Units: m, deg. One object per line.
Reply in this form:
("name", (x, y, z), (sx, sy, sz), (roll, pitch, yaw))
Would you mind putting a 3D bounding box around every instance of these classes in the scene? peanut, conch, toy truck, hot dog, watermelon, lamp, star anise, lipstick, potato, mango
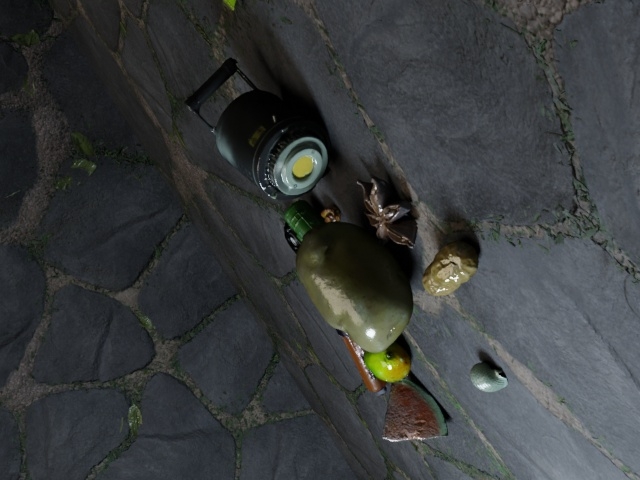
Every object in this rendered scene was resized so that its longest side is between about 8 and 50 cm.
("peanut", (0.257, 0.062, 1.614), (0.089, 0.089, 0.193), (53, 162, 14))
("conch", (0.373, 0.311, 1.796), (0.076, 0.056, 0.085), (49, 166, -20))
("toy truck", (0.000, 0.000, 2.170), (0.242, 0.101, 0.125), (48, 162, 22))
("hot dog", (0.029, -0.059, 2.102), (0.058, 0.035, 0.083), (57, 163, 9))
("watermelon", (0.258, 0.475, 2.248), (0.136, 0.202, 0.207), (-36, 89, 34))
("lamp", (-0.113, -0.230, 1.895), (0.374, 0.205, 0.272), (47, 174, -28))
("star anise", (0.145, -0.067, 1.746), (0.172, 0.063, 0.208), (64, 165, -7))
("lipstick", (0.108, 0.309, 2.463), (0.077, 0.077, 0.418), (25, 145, 60))
("potato", (0.087, 0.100, 1.897), (0.326, 0.221, 0.243), (51, -160, 21))
("mango", (0.185, 0.339, 2.255), (0.125, 0.111, 0.233), (60, 164, 7))

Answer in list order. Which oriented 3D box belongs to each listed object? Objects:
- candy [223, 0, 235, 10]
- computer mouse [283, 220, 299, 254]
("candy", (-0.212, -0.601, 1.753), (0.149, 0.069, 0.246), (59, 162, 1))
("computer mouse", (-0.045, 0.001, 2.339), (0.241, 0.077, 0.146), (38, 156, 47))
